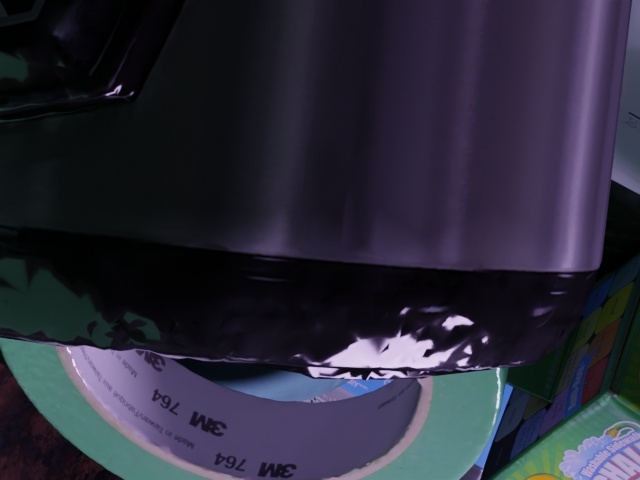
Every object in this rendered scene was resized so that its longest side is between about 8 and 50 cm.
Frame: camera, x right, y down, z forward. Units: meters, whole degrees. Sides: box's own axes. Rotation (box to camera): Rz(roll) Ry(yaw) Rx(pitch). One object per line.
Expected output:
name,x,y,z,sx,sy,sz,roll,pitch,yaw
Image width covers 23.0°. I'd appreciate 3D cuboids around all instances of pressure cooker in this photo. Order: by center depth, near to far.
pressure cooker,-0.049,-0.172,0.658,0.370,0.420,0.375,6,-177,-24

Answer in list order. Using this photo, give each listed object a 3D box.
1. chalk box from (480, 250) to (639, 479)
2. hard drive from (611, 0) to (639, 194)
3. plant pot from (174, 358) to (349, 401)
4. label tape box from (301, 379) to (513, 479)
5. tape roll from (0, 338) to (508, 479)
chalk box,0.252,0.134,1.200,0.289,0.180,0.179,34,138,-7
hard drive,0.265,-0.081,0.933,0.203,0.040,0.307,30,161,9
plant pot,-0.029,-0.060,1.107,0.293,0.293,0.235,33,148,-1
label tape box,0.085,0.160,1.703,0.249,0.115,0.347,29,162,9
tape roll,-0.041,0.048,0.973,0.321,0.077,0.321,9,132,10
